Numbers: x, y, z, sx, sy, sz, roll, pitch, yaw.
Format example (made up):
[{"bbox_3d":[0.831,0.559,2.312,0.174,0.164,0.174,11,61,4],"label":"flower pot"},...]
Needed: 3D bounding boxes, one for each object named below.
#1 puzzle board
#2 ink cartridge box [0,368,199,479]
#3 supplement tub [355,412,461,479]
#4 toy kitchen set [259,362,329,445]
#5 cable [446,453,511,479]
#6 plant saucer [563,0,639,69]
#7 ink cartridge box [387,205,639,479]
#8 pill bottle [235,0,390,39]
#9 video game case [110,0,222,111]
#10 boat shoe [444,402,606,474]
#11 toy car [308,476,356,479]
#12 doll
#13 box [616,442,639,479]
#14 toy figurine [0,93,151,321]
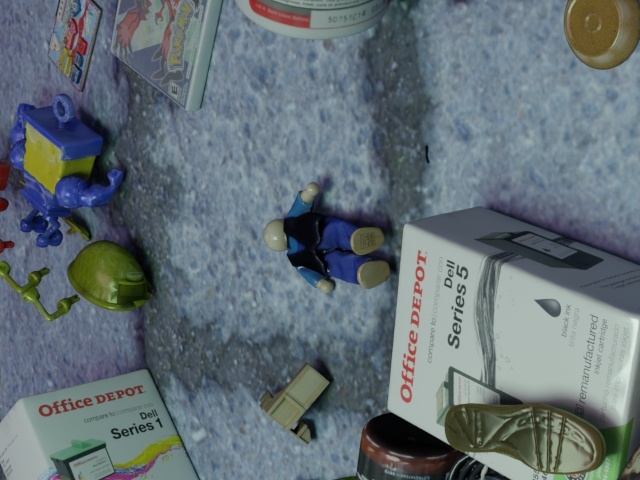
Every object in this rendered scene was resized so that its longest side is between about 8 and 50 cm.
[{"bbox_3d":[-0.336,-0.279,1.845,0.096,0.011,0.128,46,130,33],"label":"puzzle board"},{"bbox_3d":[-0.273,0.324,1.760,0.117,0.201,0.278,-48,62,43],"label":"ink cartridge box"},{"bbox_3d":[0.083,0.283,1.405,0.106,0.106,0.197,27,119,43],"label":"supplement tub"},{"bbox_3d":[-0.019,0.186,1.568,0.068,0.075,0.083,41,177,-9],"label":"toy kitchen set"},{"bbox_3d":[0.186,0.290,1.303,0.151,0.047,0.184,-13,99,35],"label":"cable"},{"bbox_3d":[0.239,-0.189,1.180,0.083,0.015,0.083,15,110,48],"label":"plant saucer"},{"bbox_3d":[0.195,0.104,1.221,0.273,0.115,0.198,24,117,44],"label":"ink cartridge box"},{"bbox_3d":[0.001,-0.344,1.263,0.161,0.161,0.283,45,145,34],"label":"pill bottle"},{"bbox_3d":[-0.187,-0.285,1.657,0.183,0.023,0.201,39,126,38],"label":"video game case"},{"bbox_3d":[0.176,0.163,1.141,0.153,0.048,0.056,-1,87,42],"label":"boat shoe"},{"bbox_3d":[-0.040,0.360,1.503,0.149,0.188,0.155,-17,85,50],"label":"toy car"},{"bbox_3d":[0.000,0.000,1.483,0.189,0.046,0.129,11,116,55],"label":"doll"},{"bbox_3d":[0.314,0.126,1.035,0.060,0.100,0.244,28,104,-5],"label":"box"},{"bbox_3d":[-0.358,-0.080,1.791,0.362,0.191,0.217,37,120,37],"label":"toy figurine"}]
